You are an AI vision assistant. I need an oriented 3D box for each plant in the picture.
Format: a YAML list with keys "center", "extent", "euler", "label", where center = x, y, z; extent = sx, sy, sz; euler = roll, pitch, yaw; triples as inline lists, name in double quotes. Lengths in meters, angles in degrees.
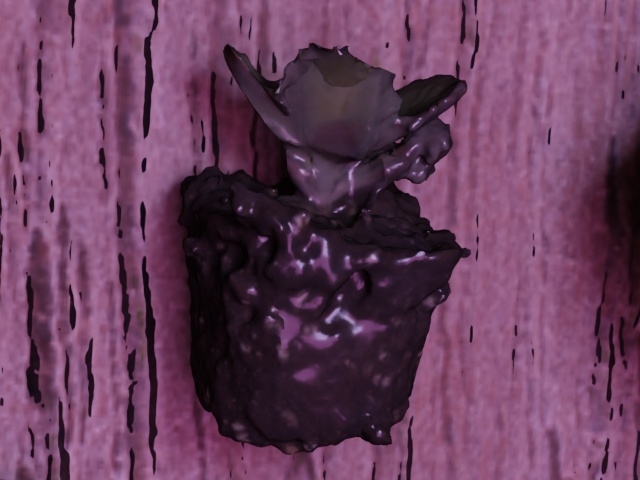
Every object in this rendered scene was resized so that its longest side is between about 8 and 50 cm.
- center: [0.000, 0.000, 0.973]
  extent: [0.142, 0.131, 0.203]
  euler: [-2, 99, -15]
  label: "plant"

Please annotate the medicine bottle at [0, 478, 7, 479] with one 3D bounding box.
- center: [-0.199, 0.287, 0.943]
  extent: [0.158, 0.158, 0.318]
  euler: [0, 99, -18]
  label: "medicine bottle"
